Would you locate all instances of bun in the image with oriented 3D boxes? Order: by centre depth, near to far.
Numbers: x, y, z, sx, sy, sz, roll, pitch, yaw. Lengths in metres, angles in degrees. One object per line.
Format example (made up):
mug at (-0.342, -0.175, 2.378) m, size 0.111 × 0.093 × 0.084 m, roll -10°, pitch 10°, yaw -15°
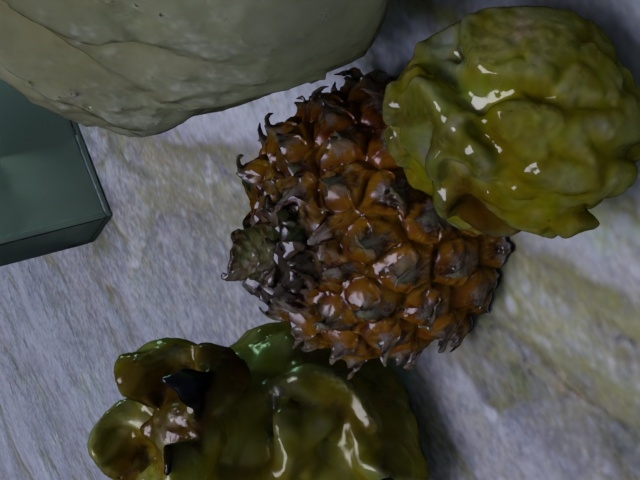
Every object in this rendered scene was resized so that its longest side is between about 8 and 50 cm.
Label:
bun at (-0.100, -0.217, 0.486) m, size 0.349 × 0.227 × 0.352 m, roll 100°, pitch 159°, yaw -71°

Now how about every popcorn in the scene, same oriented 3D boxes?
popcorn at (0.081, -0.050, 0.466) m, size 0.121 × 0.106 × 0.116 m, roll 49°, pitch 131°, yaw 34°
popcorn at (-0.037, 0.137, 0.651) m, size 0.173 × 0.195 × 0.168 m, roll -23°, pitch 77°, yaw 54°

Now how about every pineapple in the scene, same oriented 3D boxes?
pineapple at (0.002, -0.001, 0.580) m, size 0.161 × 0.137 × 0.176 m, roll 14°, pitch 115°, yaw 54°

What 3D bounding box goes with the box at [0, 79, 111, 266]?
box at (-0.317, -0.095, 1.042) m, size 0.086 × 0.129 × 0.225 m, roll -39°, pitch 71°, yaw 56°
